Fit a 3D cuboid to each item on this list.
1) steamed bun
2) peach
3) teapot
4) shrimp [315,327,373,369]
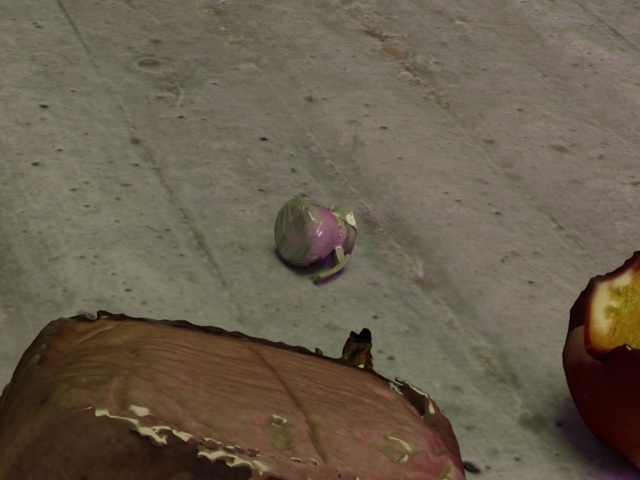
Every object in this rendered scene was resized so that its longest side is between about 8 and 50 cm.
[{"bbox_3d":[-0.061,0.176,0.940,0.301,0.199,0.251,15,10,-11],"label":"steamed bun"},{"bbox_3d":[0.301,0.072,1.211,0.196,0.226,0.190,29,30,30],"label":"peach"},{"bbox_3d":[0.000,0.000,1.420,0.064,0.064,0.083,-2,62,-37],"label":"teapot"},{"bbox_3d":[-0.009,0.118,1.186,0.117,0.066,0.262,11,26,-1],"label":"shrimp"}]
